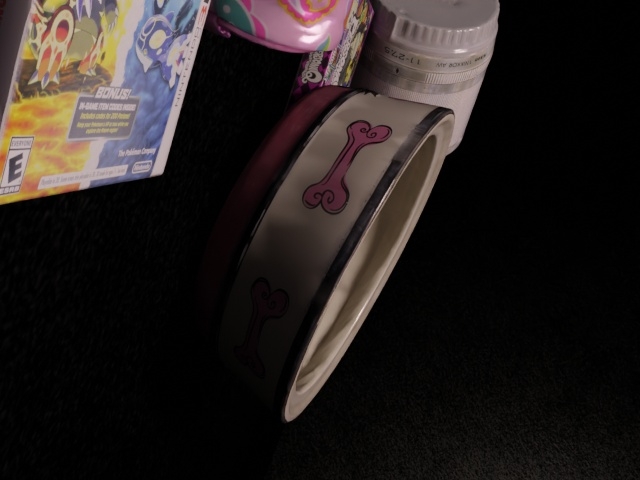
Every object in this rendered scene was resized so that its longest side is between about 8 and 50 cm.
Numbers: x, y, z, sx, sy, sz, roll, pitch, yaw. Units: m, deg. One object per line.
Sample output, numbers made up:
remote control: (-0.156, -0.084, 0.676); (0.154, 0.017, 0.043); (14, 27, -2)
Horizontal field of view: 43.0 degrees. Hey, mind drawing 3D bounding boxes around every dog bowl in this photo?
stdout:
dog bowl: (0.000, 0.000, 0.961); (0.408, 0.150, 0.408); (-58, 169, -18)

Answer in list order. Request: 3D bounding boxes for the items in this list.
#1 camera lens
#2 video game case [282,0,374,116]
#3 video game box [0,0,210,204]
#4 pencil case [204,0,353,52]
camera lens: (0.150, -0.276, 1.297); (0.274, 0.219, 0.219); (102, 10, -47)
video game case: (0.009, -0.221, 1.078); (0.210, 0.041, 0.232); (-16, 125, -82)
video game box: (-0.109, -0.119, 0.408); (0.205, 0.048, 0.187); (-42, 148, -77)
pencil case: (-0.009, -0.267, 0.517); (0.124, 0.124, 0.284); (-55, 162, -67)
